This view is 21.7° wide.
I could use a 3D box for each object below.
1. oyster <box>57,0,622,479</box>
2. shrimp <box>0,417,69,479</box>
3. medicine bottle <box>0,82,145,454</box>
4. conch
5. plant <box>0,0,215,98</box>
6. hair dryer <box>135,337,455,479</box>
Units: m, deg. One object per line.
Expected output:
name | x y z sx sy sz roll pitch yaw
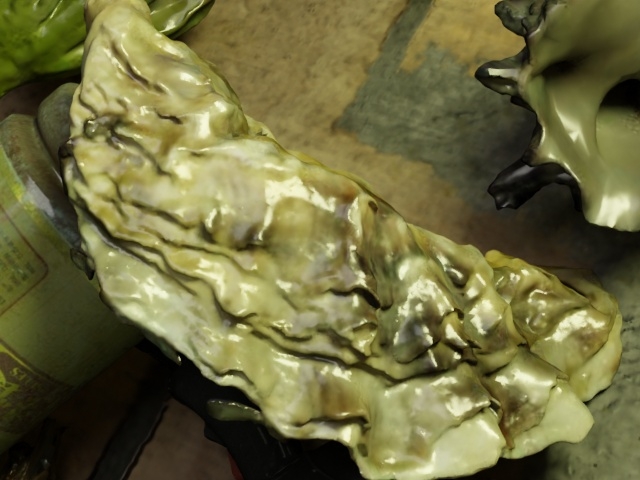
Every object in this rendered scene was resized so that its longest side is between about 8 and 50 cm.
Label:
oyster | 0.001 -0.001 0.886 0.115 0.351 0.238 -48 2 27
shrimp | -0.167 0.186 0.982 0.099 0.041 0.180 -7 56 18
medicine bottle | -0.224 0.059 0.992 0.322 0.151 0.151 -39 51 7
conch | 0.239 -0.099 0.929 0.313 0.186 0.240 -14 67 -4
plant | -0.222 -0.130 1.112 0.251 0.180 0.333 19 65 20
hair dryer | -0.063 0.143 0.963 0.235 0.091 0.271 -43 39 5
